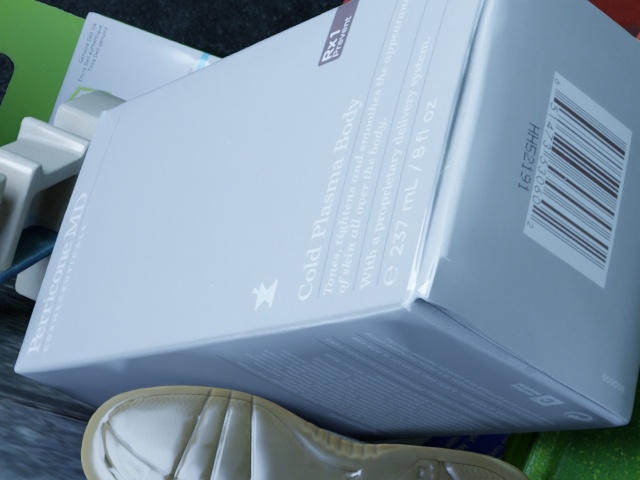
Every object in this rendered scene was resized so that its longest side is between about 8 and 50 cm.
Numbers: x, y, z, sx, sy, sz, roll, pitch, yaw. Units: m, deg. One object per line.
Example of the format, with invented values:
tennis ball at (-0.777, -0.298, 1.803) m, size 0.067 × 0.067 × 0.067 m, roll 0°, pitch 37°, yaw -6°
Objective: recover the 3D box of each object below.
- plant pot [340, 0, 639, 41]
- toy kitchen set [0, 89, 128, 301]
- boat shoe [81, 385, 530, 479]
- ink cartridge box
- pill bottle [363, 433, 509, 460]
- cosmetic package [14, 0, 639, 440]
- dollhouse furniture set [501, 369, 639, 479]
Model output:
plant pot at (0.147, -0.059, 1.032) m, size 0.267 × 0.267 × 0.236 m, roll 26°, pitch -10°, yaw 45°
toy kitchen set at (-0.106, 0.021, 0.713) m, size 0.166 × 0.122 × 0.207 m, roll 23°, pitch 22°, yaw 12°
boat shoe at (-0.004, 0.088, 0.454) m, size 0.152 × 0.056 × 0.049 m, roll 14°, pitch -25°, yaw 4°
ink cartridge box at (-0.193, -0.081, 1.041) m, size 0.255 × 0.188 × 0.097 m, roll 21°, pitch 3°, yaw 9°
pill bottle at (0.095, 0.060, 0.767) m, size 0.272 × 0.152 × 0.152 m, roll 21°, pitch 2°, yaw -23°
cosmetic package at (0.000, 0.000, 0.482) m, size 0.107 × 0.127 × 0.238 m, roll 30°, pitch -28°, yaw -34°
dollhouse furniture set at (0.232, 0.102, 0.536) m, size 0.302 × 0.151 × 0.197 m, roll 23°, pitch 15°, yaw 8°
